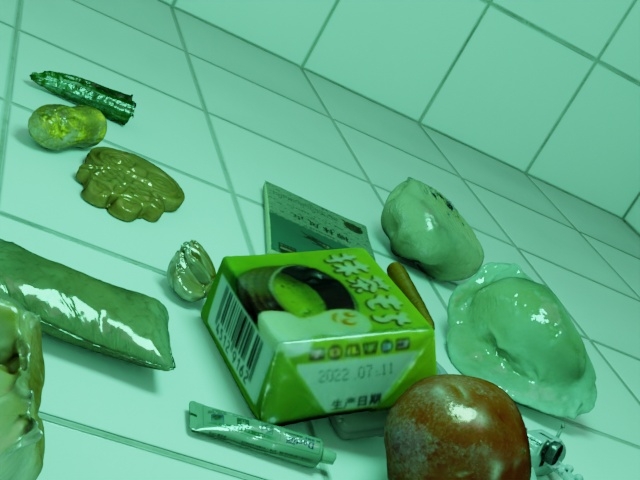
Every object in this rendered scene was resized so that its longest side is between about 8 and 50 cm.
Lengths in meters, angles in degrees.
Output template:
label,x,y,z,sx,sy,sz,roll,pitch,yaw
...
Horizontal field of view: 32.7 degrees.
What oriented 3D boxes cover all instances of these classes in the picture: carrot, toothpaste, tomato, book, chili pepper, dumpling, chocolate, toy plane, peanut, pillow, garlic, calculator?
label,x,y,z,sx,sy,sz,roll,pitch,yaw
carrot,0.188,0.118,2.261,0.043,0.043,0.248,20,23,-27
toothpaste,-0.078,0.268,1.482,0.218,0.041,0.064,20,26,-17
tomato,0.194,0.295,1.516,0.232,0.189,0.231,44,39,-51
book,0.000,0.000,2.298,0.264,0.031,0.379,24,19,-15
chili pepper,-0.507,-0.311,2.312,0.227,0.059,0.088,18,26,-27
dumpling,0.401,0.179,2.161,0.270,0.211,0.320,18,11,-25
chocolate,0.000,0.133,1.658,0.289,0.137,0.301,-3,31,-24
toy plane,0.357,0.354,1.803,0.251,0.101,0.255,27,15,29
peanut,-0.478,-0.214,2.059,0.087,0.087,0.207,35,17,15
pillow,-0.341,0.084,1.499,0.303,0.074,0.185,24,17,-20
garlic,-0.211,0.054,1.776,0.094,0.074,0.113,48,22,-11
calculator,0.082,0.252,1.663,0.175,0.032,0.100,-4,48,-20
garlic,-0.380,0.165,1.098,0.203,0.184,0.281,-3,50,-14

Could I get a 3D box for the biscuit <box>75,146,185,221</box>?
label,x,y,z,sx,sy,sz,roll,pitch,yaw
biscuit,-0.358,-0.109,2.035,0.202,0.044,0.288,30,16,1

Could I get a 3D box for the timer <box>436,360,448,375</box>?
label,x,y,z,sx,sy,sz,roll,pitch,yaw
timer,0.116,0.227,1.810,0.191,0.069,0.208,35,23,14

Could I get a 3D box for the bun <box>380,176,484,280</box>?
label,x,y,z,sx,sy,sz,roll,pitch,yaw
bun,0.251,-0.016,2.520,0.273,0.168,0.273,39,18,-15
